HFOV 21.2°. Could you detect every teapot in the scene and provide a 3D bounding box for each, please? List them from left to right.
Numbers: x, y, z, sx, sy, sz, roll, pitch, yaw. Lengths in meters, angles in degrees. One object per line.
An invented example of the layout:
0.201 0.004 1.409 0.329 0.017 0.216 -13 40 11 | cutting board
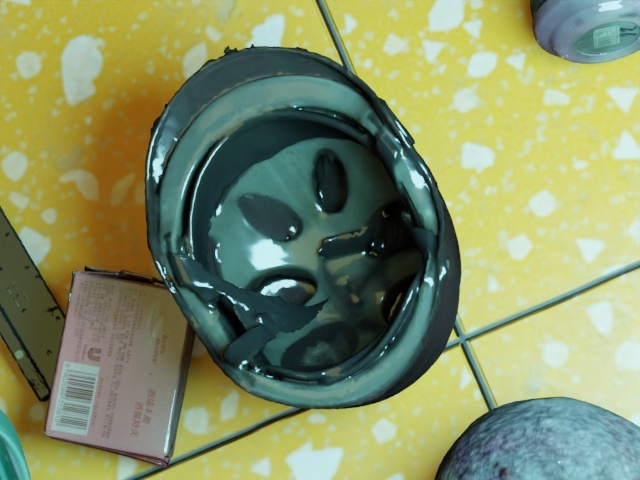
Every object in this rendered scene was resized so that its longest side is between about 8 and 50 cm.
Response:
0.241 -0.234 1.423 0.148 0.116 0.146 -14 67 11 | teapot

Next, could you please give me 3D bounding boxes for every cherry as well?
0.177 0.206 1.309 0.195 0.195 0.195 -2 79 10 | cherry

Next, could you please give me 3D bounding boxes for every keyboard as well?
-0.270 0.046 1.498 0.060 0.018 0.195 -31 81 -4 | keyboard

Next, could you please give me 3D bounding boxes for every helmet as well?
0.000 0.000 1.385 0.225 0.177 0.305 -27 70 13 | helmet

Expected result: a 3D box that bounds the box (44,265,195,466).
-0.166 0.105 1.448 0.111 0.060 0.156 11 83 4 | box

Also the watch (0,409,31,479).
-0.329 0.225 1.398 0.195 0.068 0.237 9 105 -19 | watch
